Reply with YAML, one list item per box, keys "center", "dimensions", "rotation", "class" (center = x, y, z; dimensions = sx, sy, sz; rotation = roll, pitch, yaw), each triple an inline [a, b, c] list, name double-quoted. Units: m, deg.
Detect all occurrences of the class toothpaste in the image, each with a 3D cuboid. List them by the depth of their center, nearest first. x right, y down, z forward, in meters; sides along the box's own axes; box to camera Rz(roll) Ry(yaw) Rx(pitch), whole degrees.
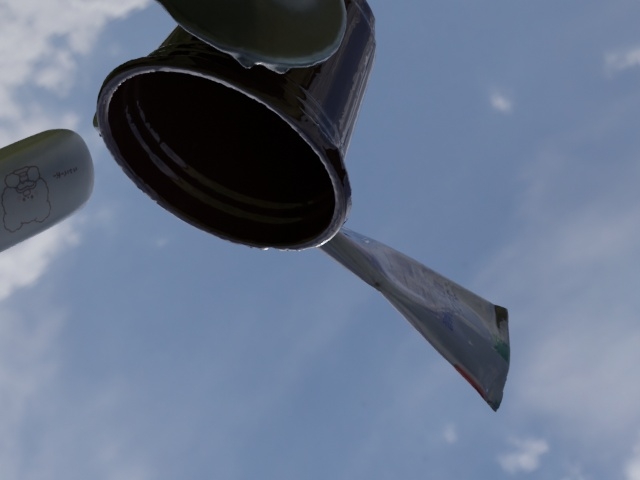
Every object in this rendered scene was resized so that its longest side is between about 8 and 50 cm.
- center: [0.000, 0.000, 1.014]
  dimensions: [0.048, 0.301, 0.075]
  rotation: [-51, -154, 14]
  class: "toothpaste"

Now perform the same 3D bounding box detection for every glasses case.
- center: [-0.259, -0.034, 1.453]
  dimensions: [0.049, 0.074, 0.193]
  rotation: [5, -156, 40]
  class: "glasses case"

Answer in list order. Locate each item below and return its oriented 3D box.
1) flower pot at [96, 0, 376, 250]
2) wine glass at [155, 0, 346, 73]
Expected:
- center: [-0.024, -0.064, 0.731]
  dimensions: [0.111, 0.111, 0.089]
  rotation: [-4, -133, 38]
  class: "flower pot"
- center: [0.020, -0.164, 0.603]
  dimensions: [0.222, 0.103, 0.103]
  rotation: [-50, -169, 38]
  class: "wine glass"
